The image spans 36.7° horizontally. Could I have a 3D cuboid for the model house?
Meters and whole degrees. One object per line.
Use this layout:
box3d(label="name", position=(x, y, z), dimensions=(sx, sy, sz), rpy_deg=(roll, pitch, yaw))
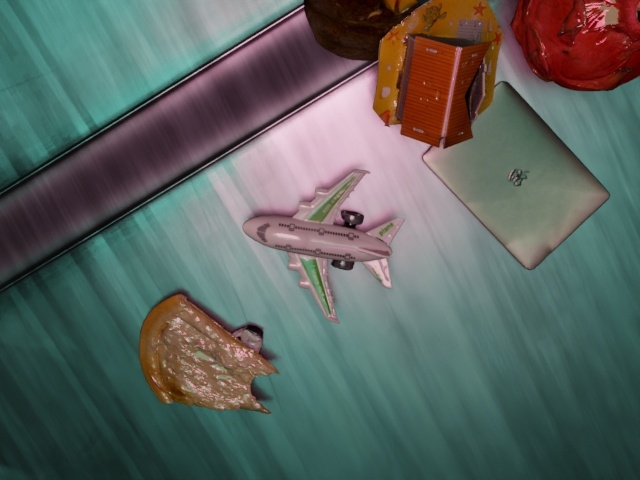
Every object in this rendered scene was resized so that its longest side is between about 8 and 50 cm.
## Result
box3d(label="model house", position=(0.200, -0.249, 1.444), dimensions=(0.207, 0.136, 0.219), rpy_deg=(2, 115, -16))

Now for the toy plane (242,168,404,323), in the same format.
box3d(label="toy plane", position=(0.001, -0.001, 1.557), dimensions=(0.255, 0.101, 0.251), rpy_deg=(11, 100, 2))

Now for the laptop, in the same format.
box3d(label="laptop", position=(0.321, -0.105, 1.580), dimensions=(0.187, 0.015, 0.269), rpy_deg=(-44, 97, 6))

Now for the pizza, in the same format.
box3d(label="pizza", position=(-0.191, 0.215, 1.612), dimensions=(0.262, 0.034, 0.181), rpy_deg=(31, 105, 2))

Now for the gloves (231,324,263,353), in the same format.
box3d(label="gloves", position=(-0.132, 0.182, 1.626), dimensions=(0.064, 0.026, 0.086), rpy_deg=(21, 105, -3))

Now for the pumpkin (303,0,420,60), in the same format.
box3d(label="pumpkin", position=(0.040, -0.367, 1.478), dimensions=(0.254, 0.130, 0.149), rpy_deg=(43, 97, -8))

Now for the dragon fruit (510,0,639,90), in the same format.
box3d(label="dragon fruit", position=(0.401, -0.335, 1.427), dimensions=(0.241, 0.252, 0.241), rpy_deg=(7, 79, -42))
